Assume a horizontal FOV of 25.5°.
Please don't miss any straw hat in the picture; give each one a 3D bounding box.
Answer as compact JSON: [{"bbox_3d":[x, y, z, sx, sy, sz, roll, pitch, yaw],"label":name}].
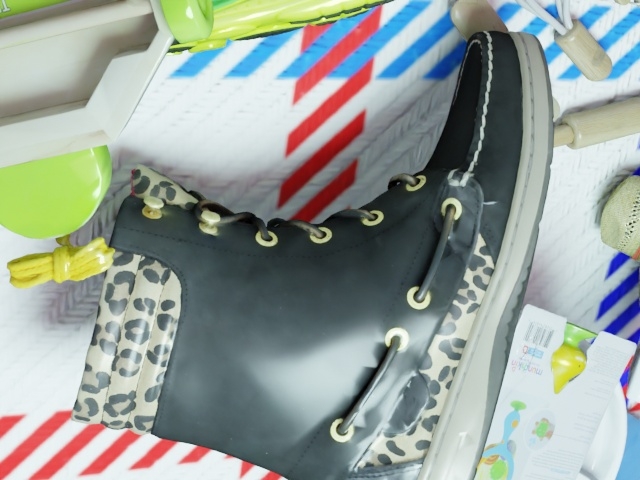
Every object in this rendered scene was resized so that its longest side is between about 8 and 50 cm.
[{"bbox_3d":[0.273,-0.020,1.210,0.061,0.144,0.144,22,107,7],"label":"straw hat"}]

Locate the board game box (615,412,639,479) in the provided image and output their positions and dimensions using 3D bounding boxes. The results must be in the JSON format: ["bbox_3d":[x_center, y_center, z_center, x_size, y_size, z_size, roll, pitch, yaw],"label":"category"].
[{"bbox_3d":[0.264,0.222,1.352,0.169,0.033,0.133,28,95,-39],"label":"board game box"}]

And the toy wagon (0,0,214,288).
[{"bbox_3d":[-0.200,-0.138,0.837,0.267,0.068,0.344,-11,111,10],"label":"toy wagon"}]

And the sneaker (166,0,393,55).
[{"bbox_3d":[-0.077,-0.193,0.944,0.296,0.109,0.123,-13,90,-15],"label":"sneaker"}]

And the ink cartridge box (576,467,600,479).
[{"bbox_3d":[0.203,0.209,1.159,0.083,0.028,0.048,33,97,-36],"label":"ink cartridge box"}]

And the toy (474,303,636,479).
[{"bbox_3d":[0.142,0.166,1.088,0.137,0.056,0.237,20,98,-39],"label":"toy"}]

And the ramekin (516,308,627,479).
[{"bbox_3d":[0.111,0.165,1.187,0.273,0.127,0.272,-11,118,-21],"label":"ramekin"}]

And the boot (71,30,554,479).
[{"bbox_3d":[0.000,0.000,1.009,0.284,0.138,0.377,14,82,-4],"label":"boot"}]

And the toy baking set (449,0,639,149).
[{"bbox_3d":[0.217,-0.165,1.135,0.256,0.030,0.196,-19,119,-17],"label":"toy baking set"}]

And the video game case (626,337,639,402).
[{"bbox_3d":[0.295,0.054,1.215,0.019,0.143,0.157,18,97,11],"label":"video game case"}]
